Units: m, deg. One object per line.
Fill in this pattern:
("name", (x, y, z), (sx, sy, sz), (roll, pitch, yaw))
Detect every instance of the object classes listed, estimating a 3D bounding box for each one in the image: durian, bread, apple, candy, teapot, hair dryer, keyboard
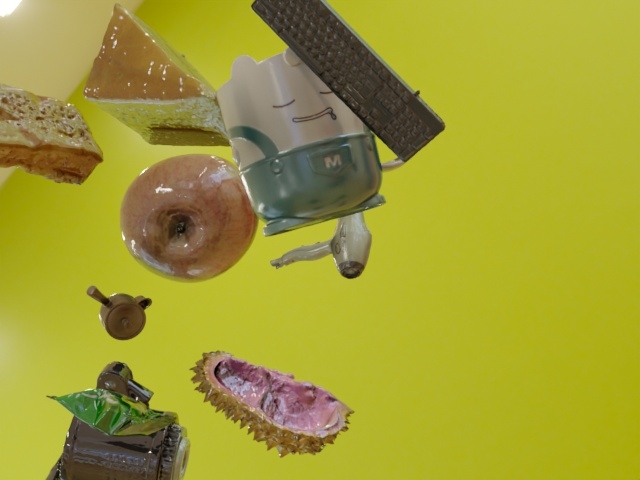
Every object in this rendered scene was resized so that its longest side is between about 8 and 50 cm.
("durian", (-0.106, 0.336, 1.933), (0.191, 0.341, 0.112), (-74, 7, -59))
("bread", (-0.264, -0.325, 2.035), (0.233, 0.362, 0.244), (37, -114, -52))
("apple", (-0.318, -0.053, 2.380), (0.344, 0.345, 0.269), (-52, -9, 4))
("candy", (-0.389, 0.323, 1.844), (0.141, 0.203, 0.078), (54, -131, -53))
("teapot", (-0.317, 0.098, 1.552), (0.085, 0.110, 0.080), (-45, 30, -6))
("hair dryer", (0.022, -0.025, 2.127), (0.088, 0.225, 0.219), (52, -128, -46))
("keyboard", (0.039, -0.242, 1.371), (0.101, 0.310, 0.018), (-40, 7, 42))
("bread", (-0.416, -0.143, 1.361), (0.077, 0.139, 0.271), (-37, -18, 21))

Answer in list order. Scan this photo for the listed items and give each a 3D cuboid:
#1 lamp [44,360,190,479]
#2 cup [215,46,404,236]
("lamp", (-0.422, 0.464, 2.147), (0.374, 0.272, 0.205), (-61, 3, 20))
("cup", (0.003, -0.162, 1.526), (0.290, 0.257, 0.219), (-15, -2, -18))
